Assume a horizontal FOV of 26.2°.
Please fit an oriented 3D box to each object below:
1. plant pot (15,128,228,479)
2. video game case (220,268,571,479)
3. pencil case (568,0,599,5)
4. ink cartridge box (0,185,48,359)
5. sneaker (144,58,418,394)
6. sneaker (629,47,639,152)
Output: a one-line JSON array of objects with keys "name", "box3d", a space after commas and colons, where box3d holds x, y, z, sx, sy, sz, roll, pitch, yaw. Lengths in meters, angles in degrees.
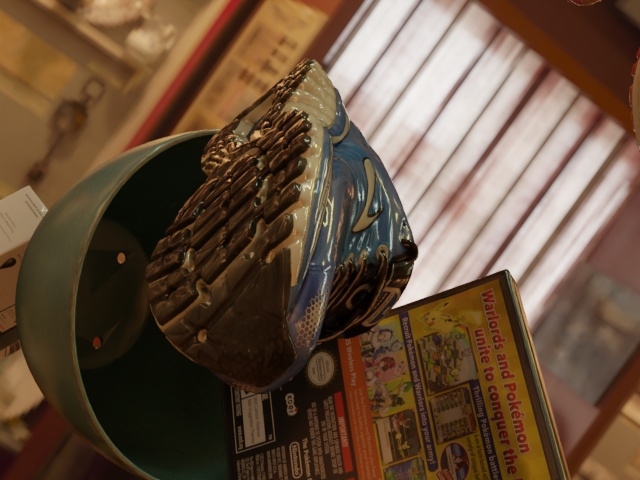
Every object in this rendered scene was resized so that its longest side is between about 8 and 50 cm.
[{"name": "plant pot", "box3d": [-0.143, 0.052, 1.162, 0.195, 0.290, 0.290, 4, -23, 46]}, {"name": "video game case", "box3d": [0.052, 0.172, 1.004, 0.035, 0.248, 0.274, 56, 19, -46]}, {"name": "pencil case", "box3d": [0.374, -0.386, 1.349, 0.160, 0.386, 0.167, -3, 67, -59]}, {"name": "ink cartridge box", "box3d": [-0.351, 0.053, 1.425, 0.082, 0.191, 0.139, 45, -22, 38]}, {"name": "sneaker", "box3d": [0.000, 0.000, 0.823, 0.147, 0.130, 0.330, 46, 21, -13]}, {"name": "sneaker", "box3d": [0.241, -0.021, 0.738, 0.225, 0.088, 0.093, 63, -1, -8]}]
